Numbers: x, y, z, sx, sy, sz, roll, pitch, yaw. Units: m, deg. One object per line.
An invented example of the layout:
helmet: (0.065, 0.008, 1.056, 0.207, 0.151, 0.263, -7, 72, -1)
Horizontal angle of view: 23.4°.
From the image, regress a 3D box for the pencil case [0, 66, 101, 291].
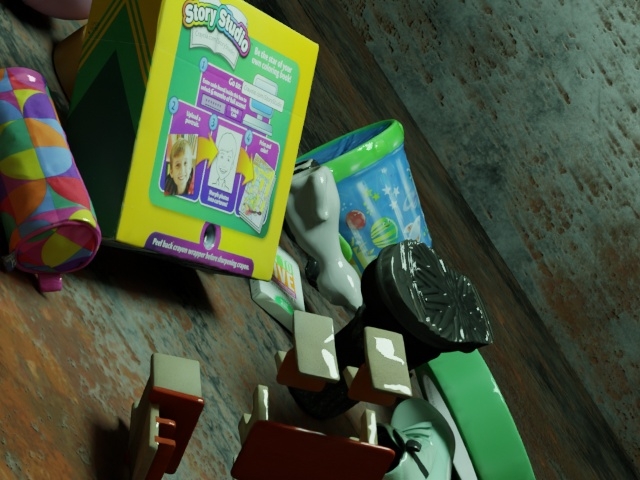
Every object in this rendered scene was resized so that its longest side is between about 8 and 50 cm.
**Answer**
pencil case: (-0.301, -0.069, 1.597, 0.104, 0.104, 0.236, 35, 28, -54)

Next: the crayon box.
crayon box: (-0.151, -0.131, 1.811, 0.363, 0.106, 0.313, 19, 80, -63)

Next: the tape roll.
tape roll: (0.232, 0.290, 2.308, 0.321, 0.077, 0.321, 157, -90, -84)

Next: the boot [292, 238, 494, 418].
boot: (0.060, 0.126, 1.989, 0.348, 0.260, 0.131, 33, 38, -62)

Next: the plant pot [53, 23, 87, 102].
plant pot: (-0.210, -0.226, 2.014, 0.205, 0.188, 0.205, 51, 16, -21)

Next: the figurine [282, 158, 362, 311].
figurine: (0.000, 0.000, 2.172, 0.215, 0.092, 0.210, -139, -153, -80)

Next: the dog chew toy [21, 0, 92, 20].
dog chew toy: (-0.373, -0.430, 1.943, 0.332, 0.206, 0.207, 39, 22, -28)

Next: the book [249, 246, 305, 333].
book: (-0.067, 0.057, 2.182, 0.096, 0.035, 0.144, 41, 22, -33)

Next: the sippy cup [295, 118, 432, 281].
sippy cup: (0.063, -0.045, 2.466, 0.240, 0.305, 0.224, -10, -72, 59)

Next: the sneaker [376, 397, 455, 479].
sneaker: (0.120, 0.275, 2.163, 0.151, 0.094, 0.256, 55, 16, -30)

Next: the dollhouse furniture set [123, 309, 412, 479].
dollhouse furniture set: (-0.058, 0.209, 1.527, 0.259, 0.262, 0.135, 14, 33, -16)
